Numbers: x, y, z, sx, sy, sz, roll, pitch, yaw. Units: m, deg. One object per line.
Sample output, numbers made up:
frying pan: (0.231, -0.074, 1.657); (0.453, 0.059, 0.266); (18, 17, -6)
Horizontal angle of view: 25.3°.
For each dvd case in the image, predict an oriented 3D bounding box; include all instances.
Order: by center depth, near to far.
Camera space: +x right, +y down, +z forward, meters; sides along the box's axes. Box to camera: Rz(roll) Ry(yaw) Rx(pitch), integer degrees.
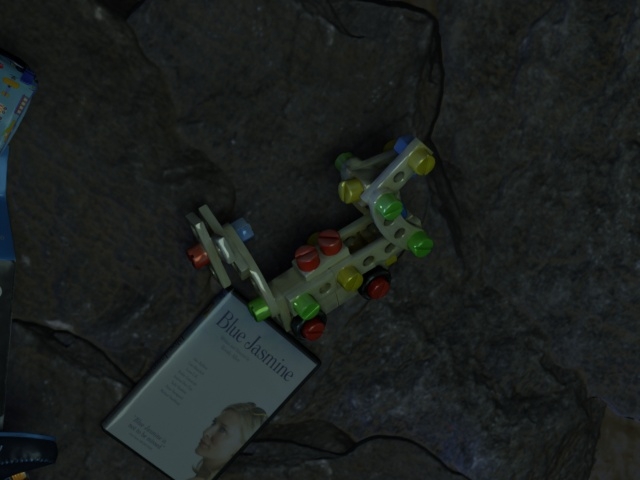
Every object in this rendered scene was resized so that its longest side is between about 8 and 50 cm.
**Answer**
dvd case: (-0.141, 0.203, 1.890); (0.253, 0.022, 0.180); (-48, 117, 1)

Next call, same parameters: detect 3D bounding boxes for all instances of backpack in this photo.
backpack: (-0.423, -0.167, 1.595); (0.173, 0.117, 0.158); (34, 81, -20)

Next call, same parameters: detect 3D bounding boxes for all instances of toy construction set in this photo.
toy construction set: (0.000, 0.000, 1.797); (0.328, 0.151, 0.215); (-20, 139, -4)

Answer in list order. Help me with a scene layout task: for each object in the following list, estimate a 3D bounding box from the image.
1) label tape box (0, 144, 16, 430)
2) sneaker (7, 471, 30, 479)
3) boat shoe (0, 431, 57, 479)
label tape box: (-0.486, 0.056, 1.664); (0.241, 0.106, 0.333); (1, 108, -21)
sneaker: (-0.397, 0.361, 1.824); (0.083, 0.084, 0.214); (-19, 104, -13)
boat shoe: (-0.435, 0.289, 1.730); (0.258, 0.089, 0.109); (-13, 158, 18)
